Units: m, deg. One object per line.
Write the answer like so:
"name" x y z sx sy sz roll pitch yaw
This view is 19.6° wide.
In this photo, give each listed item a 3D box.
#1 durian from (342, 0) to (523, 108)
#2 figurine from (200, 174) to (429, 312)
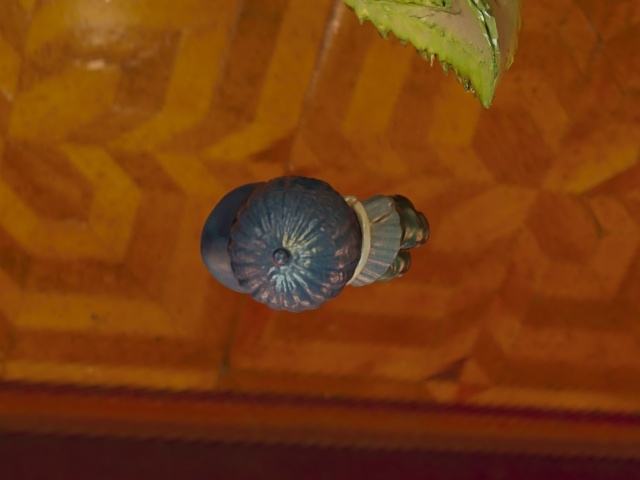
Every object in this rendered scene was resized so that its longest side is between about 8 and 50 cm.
"durian" 0.026 -0.252 1.089 0.158 0.169 0.352 -36 108 -9
"figurine" 0.006 0.006 0.949 0.136 0.079 0.077 9 122 -46
